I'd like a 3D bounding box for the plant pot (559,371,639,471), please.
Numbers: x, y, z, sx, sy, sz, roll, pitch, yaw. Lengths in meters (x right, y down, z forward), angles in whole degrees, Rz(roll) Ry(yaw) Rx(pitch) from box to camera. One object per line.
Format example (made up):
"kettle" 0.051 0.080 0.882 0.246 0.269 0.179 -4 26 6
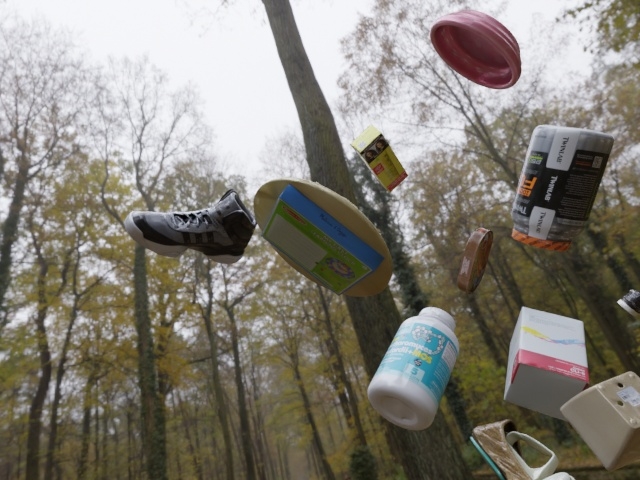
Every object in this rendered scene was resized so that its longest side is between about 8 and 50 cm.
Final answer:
"plant pot" 0.468 0.270 0.666 0.109 0.109 0.096 -16 -47 -10

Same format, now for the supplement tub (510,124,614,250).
"supplement tub" 0.642 -0.142 1.166 0.193 0.193 0.316 0 -73 -30

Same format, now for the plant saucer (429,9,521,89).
"plant saucer" 0.514 -0.627 1.396 0.084 0.332 0.332 -54 -36 5

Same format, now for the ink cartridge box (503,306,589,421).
"ink cartridge box" 0.473 0.253 0.905 0.127 0.176 0.128 13 -53 20

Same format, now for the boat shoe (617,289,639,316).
"boat shoe" 0.558 0.107 0.753 0.125 0.046 0.038 11 -55 -43

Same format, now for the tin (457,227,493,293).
"tin" 0.417 0.056 1.157 0.106 0.040 0.190 -25 -51 -46

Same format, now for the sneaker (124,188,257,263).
"sneaker" -0.238 -0.042 0.861 0.268 0.101 0.153 16 -55 -46

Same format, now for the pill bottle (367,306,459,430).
"pill bottle" 0.221 0.273 0.964 0.264 0.146 0.146 -50 -4 -41

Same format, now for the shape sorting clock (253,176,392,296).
"shape sorting clock" 0.000 0.000 0.557 0.040 0.206 0.206 -52 -16 -27

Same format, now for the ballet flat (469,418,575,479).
"ballet flat" 0.393 0.445 0.787 0.124 0.116 0.342 -36 8 5

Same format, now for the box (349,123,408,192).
"box" 0.181 -0.240 1.287 0.087 0.058 0.232 -42 -38 5
